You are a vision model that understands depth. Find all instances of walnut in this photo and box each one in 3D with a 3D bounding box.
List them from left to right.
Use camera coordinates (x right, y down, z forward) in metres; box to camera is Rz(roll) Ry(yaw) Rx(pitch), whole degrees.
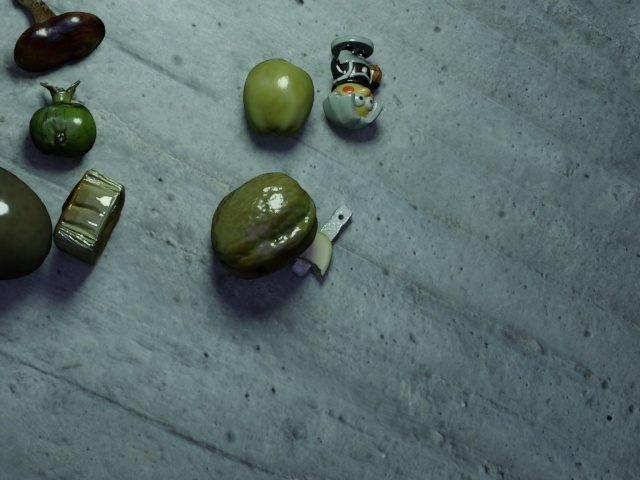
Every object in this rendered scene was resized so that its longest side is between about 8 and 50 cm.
[{"bbox_3d":[-0.142,-0.038,1.846,0.283,0.283,0.227,-43,139,-18],"label":"walnut"}]

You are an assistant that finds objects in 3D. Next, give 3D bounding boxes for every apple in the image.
[{"bbox_3d":[-0.106,-0.362,1.925,0.199,0.200,0.200,2,82,-17],"label":"apple"}]

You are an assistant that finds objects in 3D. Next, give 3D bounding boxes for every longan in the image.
[{"bbox_3d":[-0.727,-0.044,1.659,0.300,0.243,0.300,30,38,-27],"label":"longan"}]

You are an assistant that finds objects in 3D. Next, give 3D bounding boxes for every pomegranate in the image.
[{"bbox_3d":[-0.606,-0.291,1.788,0.151,0.131,0.191,2,75,-14],"label":"pomegranate"}]

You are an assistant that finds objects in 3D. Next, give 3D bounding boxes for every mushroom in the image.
[{"bbox_3d":[-0.653,-0.534,1.818,0.226,0.148,0.218,-24,74,-24],"label":"mushroom"}]

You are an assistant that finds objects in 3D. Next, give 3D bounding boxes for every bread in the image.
[{"bbox_3d":[-0.531,-0.053,1.736,0.109,0.210,0.192,25,76,-8],"label":"bread"}]

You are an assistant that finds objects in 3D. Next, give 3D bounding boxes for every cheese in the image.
[{"bbox_3d":[0.000,0.000,1.976,0.127,0.050,0.235,40,73,-7],"label":"cheese"}]

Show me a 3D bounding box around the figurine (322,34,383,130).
[{"bbox_3d":[0.092,-0.408,2.019,0.176,0.133,0.237,13,73,-34],"label":"figurine"}]
